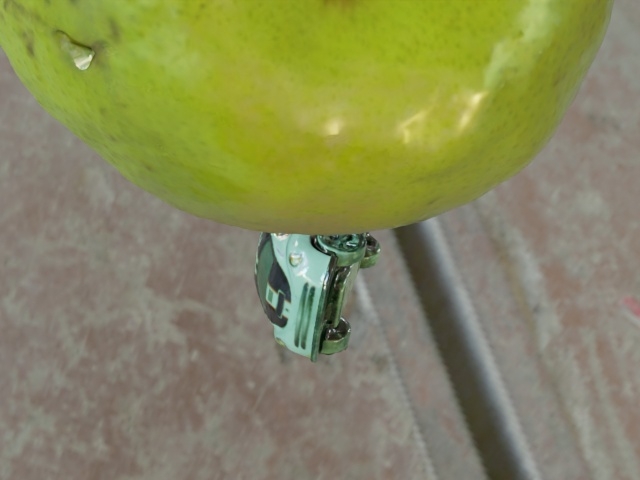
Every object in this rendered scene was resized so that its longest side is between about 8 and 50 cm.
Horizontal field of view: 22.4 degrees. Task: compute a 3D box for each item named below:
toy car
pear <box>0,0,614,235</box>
[{"bbox_3d":[0.000,0.000,1.767,0.125,0.136,0.306,13,34,5],"label":"toy car"},{"bbox_3d":[-0.016,-0.183,0.912,0.391,0.391,0.391,11,49,-13],"label":"pear"}]
